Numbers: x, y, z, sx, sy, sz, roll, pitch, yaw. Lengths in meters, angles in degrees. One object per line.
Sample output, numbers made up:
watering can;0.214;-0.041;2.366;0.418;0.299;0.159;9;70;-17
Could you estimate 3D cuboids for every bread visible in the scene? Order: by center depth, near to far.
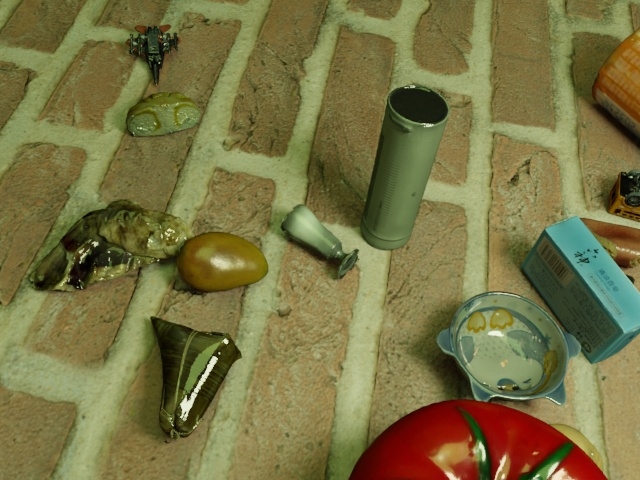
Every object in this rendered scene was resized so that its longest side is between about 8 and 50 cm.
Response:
bread;0.594;0.011;1.321;0.192;0.067;0.119;13;33;4
bread;-0.343;-0.285;1.436;0.157;0.083;0.094;-3;42;-8

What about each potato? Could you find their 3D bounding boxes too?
potato;0.373;0.344;1.034;0.147;0.112;0.112;17;53;-5

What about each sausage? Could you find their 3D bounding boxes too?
sausage;0.805;-0.325;1.500;0.233;0.233;0.287;-22;57;-21

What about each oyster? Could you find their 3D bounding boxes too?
oyster;-0.390;0.013;1.204;0.294;0.094;0.166;-32;72;-19

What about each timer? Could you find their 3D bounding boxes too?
timer;0.206;0.405;0.863;0.378;0.279;0.378;2;53;-2

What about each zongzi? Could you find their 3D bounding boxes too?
zongzi;-0.250;0.222;1.076;0.184;0.084;0.187;14;57;22

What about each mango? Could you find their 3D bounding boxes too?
mango;-0.181;0.037;1.205;0.163;0.089;0.111;-12;82;-25

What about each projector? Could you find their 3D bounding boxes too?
projector;0.146;-0.122;1.204;0.108;0.337;0.108;3;52;-4

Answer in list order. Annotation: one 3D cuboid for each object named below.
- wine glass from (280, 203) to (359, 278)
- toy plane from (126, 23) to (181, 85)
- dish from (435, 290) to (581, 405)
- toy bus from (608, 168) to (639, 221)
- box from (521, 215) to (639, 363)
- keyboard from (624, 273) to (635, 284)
wine glass;0.000;0.000;1.264;0.155;0.072;0.072;39;59;19
toy plane;-0.392;-0.443;1.550;0.130;0.061;0.189;-5;54;-11
dish;0.312;0.206;1.139;0.236;0.086;0.228;21;55;9
toy bus;0.721;-0.078;1.393;0.194;0.088;0.083;17;54;8
box;0.482;0.090;1.200;0.083;0.142;0.232;-22;61;-17
keyboard;0.526;0.063;1.311;0.196;0.015;0.074;23;54;11
